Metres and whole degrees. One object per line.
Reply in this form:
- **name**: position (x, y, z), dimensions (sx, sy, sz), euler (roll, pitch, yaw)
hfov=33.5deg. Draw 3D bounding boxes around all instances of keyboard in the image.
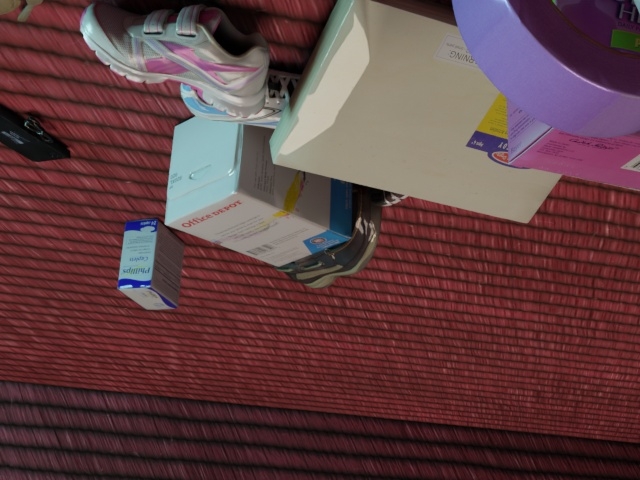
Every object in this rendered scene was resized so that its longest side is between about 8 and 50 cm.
- **keyboard**: position (-0.463, -0.169, 1.645), dimensions (0.108, 0.023, 0.180), euler (-3, 159, 29)

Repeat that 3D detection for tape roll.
- **tape roll**: position (0.273, -0.245, 1.066), dimensions (0.274, 0.275, 0.090), euler (9, 156, -17)

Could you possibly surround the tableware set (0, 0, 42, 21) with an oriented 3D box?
- **tableware set**: position (-0.385, -0.319, 1.256), dimensions (0.128, 0.039, 0.194), euler (2, 167, -32)

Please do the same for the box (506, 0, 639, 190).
- **box**: position (0.333, -0.197, 1.217), dimensions (0.213, 0.243, 0.117), euler (10, 156, -17)

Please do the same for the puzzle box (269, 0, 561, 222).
- **puzzle box**: position (0.168, -0.170, 1.409), dimensions (0.408, 0.052, 0.272), euler (12, 130, -22)

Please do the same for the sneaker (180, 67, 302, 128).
- **sneaker**: position (-0.074, -0.200, 1.451), dimensions (0.237, 0.085, 0.086), euler (2, 168, 0)

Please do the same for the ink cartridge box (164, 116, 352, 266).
- **ink cartridge box**: position (-0.091, -0.087, 1.617), dimensions (0.232, 0.168, 0.171), euler (22, 150, -40)

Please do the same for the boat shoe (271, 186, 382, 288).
- **boat shoe**: position (0.000, 0.000, 1.872), dimensions (0.130, 0.132, 0.355), euler (10, 155, -19)

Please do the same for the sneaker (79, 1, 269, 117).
- **sneaker**: position (-0.172, -0.253, 1.331), dimensions (0.252, 0.103, 0.111), euler (17, 130, -14)

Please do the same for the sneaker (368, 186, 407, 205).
- **sneaker**: position (0.196, -0.117, 1.610), dimensions (0.162, 0.106, 0.281), euler (9, 156, -24)

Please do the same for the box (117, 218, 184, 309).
- **box**: position (-0.318, 0.047, 2.001), dimensions (0.072, 0.137, 0.126), euler (-4, 157, 17)
